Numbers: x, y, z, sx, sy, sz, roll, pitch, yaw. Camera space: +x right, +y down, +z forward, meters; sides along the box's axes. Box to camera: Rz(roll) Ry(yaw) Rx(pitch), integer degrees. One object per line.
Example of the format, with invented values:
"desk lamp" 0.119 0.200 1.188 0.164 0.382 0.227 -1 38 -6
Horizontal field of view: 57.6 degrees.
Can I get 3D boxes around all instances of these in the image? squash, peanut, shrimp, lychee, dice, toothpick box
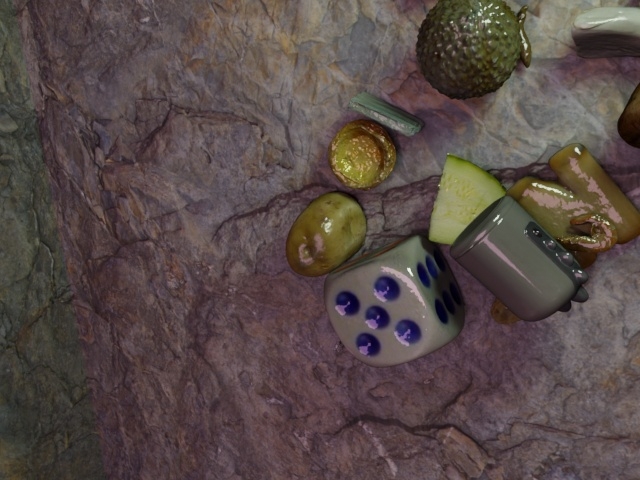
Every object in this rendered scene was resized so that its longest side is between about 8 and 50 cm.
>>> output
"squash" 0.418 -0.093 1.557 0.155 0.204 0.237 24 106 39
"peanut" 0.548 0.160 1.602 0.093 0.083 0.194 45 120 11
"shrimp" 0.646 -0.018 1.444 0.162 0.045 0.095 6 113 30
"lychee" 0.359 -0.475 1.415 0.255 0.274 0.255 -1 83 5
"dice" 0.213 0.175 1.676 0.304 0.277 0.304 -24 91 32
"toothpick box" 0.506 0.058 1.440 0.316 0.229 0.229 44 121 4

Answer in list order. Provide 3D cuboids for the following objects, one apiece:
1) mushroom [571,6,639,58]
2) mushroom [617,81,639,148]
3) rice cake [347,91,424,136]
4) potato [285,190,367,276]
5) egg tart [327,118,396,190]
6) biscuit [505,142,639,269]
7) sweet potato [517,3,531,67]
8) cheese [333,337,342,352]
"mushroom" 0.726 -0.445 1.279 0.328 0.159 0.122 14 122 20
"mushroom" 0.801 -0.279 1.235 0.283 0.263 0.195 25 98 54
"rice cake" 0.185 -0.350 1.622 0.211 0.124 0.038 27 122 13
"potato" 0.000 0.000 1.775 0.285 0.242 0.243 -39 86 29
"egg tart" 0.126 -0.249 1.697 0.212 0.090 0.213 9 108 28
"biscuit" 0.645 -0.076 1.485 0.237 0.062 0.291 -39 90 31
"sweet potato" 0.502 -0.505 1.449 0.041 0.038 0.153 -6 95 5
"cheese" 0.080 0.301 1.925 0.086 0.036 0.163 29 116 19
